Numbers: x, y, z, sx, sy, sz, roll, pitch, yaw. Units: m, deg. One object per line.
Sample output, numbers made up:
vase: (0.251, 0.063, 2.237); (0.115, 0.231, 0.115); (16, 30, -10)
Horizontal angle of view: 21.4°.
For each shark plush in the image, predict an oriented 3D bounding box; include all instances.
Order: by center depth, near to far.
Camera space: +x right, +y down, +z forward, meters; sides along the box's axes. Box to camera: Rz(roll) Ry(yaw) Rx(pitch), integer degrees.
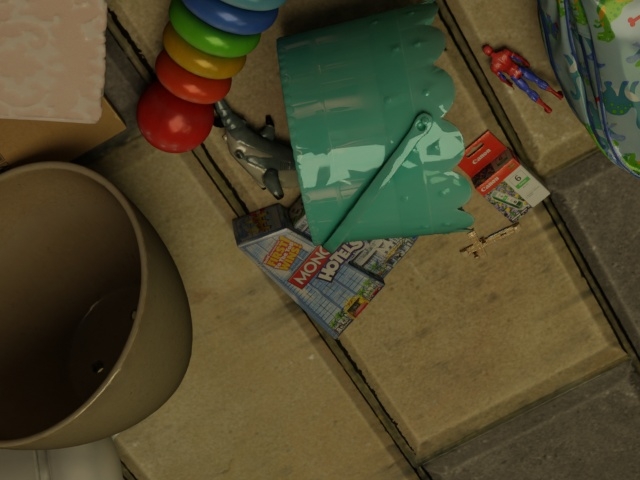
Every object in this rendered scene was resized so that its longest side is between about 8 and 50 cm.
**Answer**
shark plush: (-0.077, -0.119, 2.010); (0.067, 0.073, 0.161); (-45, 101, -4)

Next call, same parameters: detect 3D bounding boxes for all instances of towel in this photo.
towel: (-0.377, -0.251, 1.760); (0.317, 0.053, 0.332); (2, 142, -9)

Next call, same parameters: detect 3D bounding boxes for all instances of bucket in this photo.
bucket: (0.060, -0.123, 1.892); (0.183, 0.281, 0.281); (-10, 125, 3)

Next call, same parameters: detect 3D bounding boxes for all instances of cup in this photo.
cup: (-0.281, 0.101, 1.972); (0.331, 0.331, 0.237); (-35, 150, 13)

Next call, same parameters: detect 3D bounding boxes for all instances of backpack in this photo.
backpack: (0.380, -0.240, 1.903); (0.290, 0.273, 0.355); (-16, 137, -8)

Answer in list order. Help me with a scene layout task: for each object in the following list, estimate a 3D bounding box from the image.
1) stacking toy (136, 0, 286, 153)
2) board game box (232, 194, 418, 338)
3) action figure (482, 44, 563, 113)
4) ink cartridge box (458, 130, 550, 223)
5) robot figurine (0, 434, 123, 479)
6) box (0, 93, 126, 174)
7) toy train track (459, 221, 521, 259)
stacking toy: (-0.114, -0.234, 1.870); (0.141, 0.141, 0.330); (13, 126, -19)
board game box: (0.000, 0.000, 2.081); (0.194, 0.060, 0.194); (29, 114, -27)
action figure: (0.236, -0.196, 2.015); (0.115, 0.030, 0.038); (35, 105, -23)
ink cartridge box: (0.223, -0.078, 2.090); (0.063, 0.029, 0.115); (-40, 122, 16)
robot figurine: (-0.402, 0.311, 2.124); (0.354, 0.200, 0.299); (-9, 96, -6)
box: (-0.341, -0.164, 1.928); (0.164, 0.021, 0.201); (-29, 124, 9)
toy train track: (0.217, 0.002, 2.152); (0.083, 0.014, 0.048); (-27, 124, 7)
